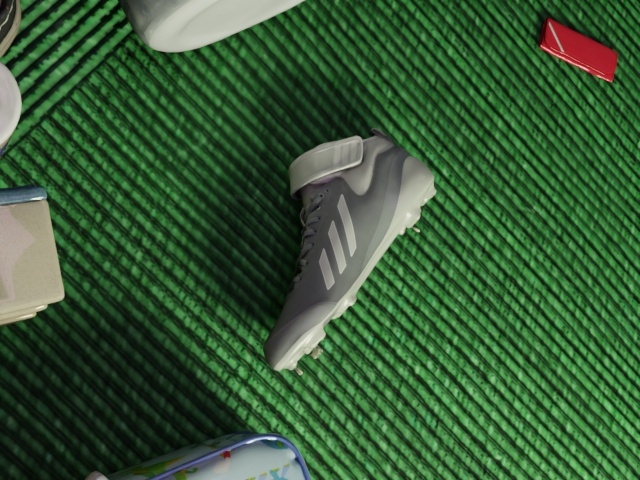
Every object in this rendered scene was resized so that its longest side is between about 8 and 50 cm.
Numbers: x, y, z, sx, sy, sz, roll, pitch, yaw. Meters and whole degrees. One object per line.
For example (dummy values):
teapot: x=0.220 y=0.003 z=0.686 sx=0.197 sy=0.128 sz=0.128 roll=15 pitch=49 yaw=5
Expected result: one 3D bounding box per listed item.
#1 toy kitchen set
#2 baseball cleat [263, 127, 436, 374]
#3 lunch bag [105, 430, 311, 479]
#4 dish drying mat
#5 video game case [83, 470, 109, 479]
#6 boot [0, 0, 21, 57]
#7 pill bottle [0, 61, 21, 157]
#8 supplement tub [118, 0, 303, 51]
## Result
toy kitchen set: x=-0.273 y=0.005 z=0.573 sx=0.207 sy=0.166 sz=0.122 roll=-13 pitch=87 yaw=-25
baseball cleat: x=0.000 y=0.000 z=0.760 sx=0.109 sy=0.072 sz=0.206 roll=39 pitch=63 yaw=1
lunch bag: x=-0.098 y=0.234 z=0.655 sx=0.218 sy=0.090 sz=0.176 roll=-18 pitch=88 yaw=-25
dish drying mat: x=0.238 y=-0.175 z=0.918 sx=0.083 sy=0.008 sz=0.032 roll=20 pitch=73 yaw=-20
video game case: x=-0.125 y=0.263 z=0.579 sx=0.190 sy=0.022 sz=0.173 roll=48 pitch=67 yaw=-12
boot: x=-0.326 y=-0.238 z=0.523 sx=0.377 sy=0.284 sz=0.138 roll=34 pitch=70 yaw=-14
pill bottle: x=-0.230 y=-0.073 z=0.630 sx=0.067 sy=0.120 sz=0.067 roll=4 pitch=80 yaw=-23
supplement tub: x=-0.105 y=-0.309 z=0.686 sx=0.193 sy=0.193 sz=0.316 roll=-27 pitch=92 yaw=-25
